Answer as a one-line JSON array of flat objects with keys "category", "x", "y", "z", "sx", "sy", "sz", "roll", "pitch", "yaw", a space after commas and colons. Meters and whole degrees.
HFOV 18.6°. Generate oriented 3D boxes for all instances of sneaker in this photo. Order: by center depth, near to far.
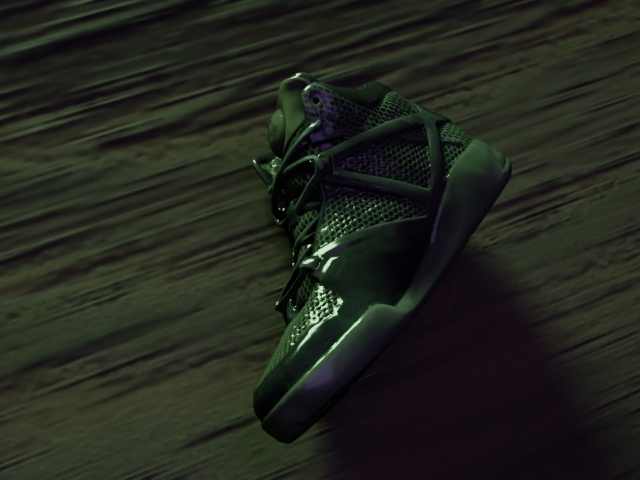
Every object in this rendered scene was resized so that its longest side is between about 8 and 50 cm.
[{"category": "sneaker", "x": 0.000, "y": 0.000, "z": 1.023, "sx": 0.130, "sy": 0.087, "sz": 0.227, "roll": 36, "pitch": 54, "yaw": -2}]
